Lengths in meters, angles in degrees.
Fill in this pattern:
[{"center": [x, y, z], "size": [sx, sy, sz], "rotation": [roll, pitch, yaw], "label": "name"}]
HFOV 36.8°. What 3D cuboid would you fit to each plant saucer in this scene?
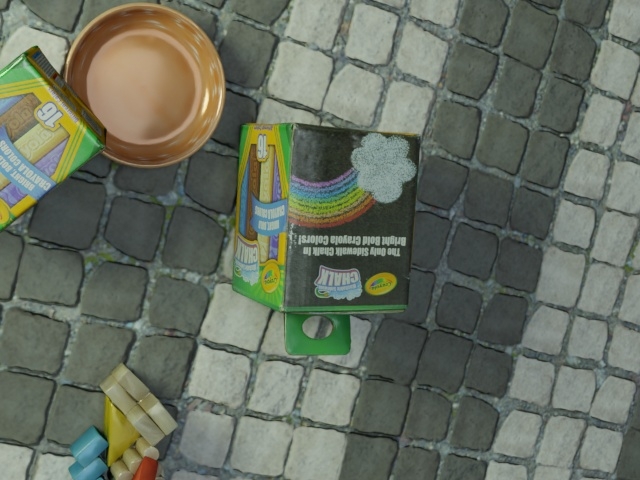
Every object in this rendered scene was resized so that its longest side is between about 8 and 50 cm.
[{"center": [-0.216, -0.189, 1.181], "size": [0.200, 0.037, 0.199], "rotation": [-3, 98, -24], "label": "plant saucer"}]

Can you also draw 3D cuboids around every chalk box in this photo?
[{"center": [0.000, 0.000, 1.222], "size": [0.180, 0.179, 0.288], "rotation": [2, 96, -25], "label": "chalk box"}, {"center": [-0.360, -0.097, 1.063], "size": [0.213, 0.132, 0.132], "rotation": [-37, 110, 0], "label": "chalk box"}]

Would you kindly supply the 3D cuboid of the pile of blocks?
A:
[{"center": [-0.248, 0.342, 1.187], "size": [0.149, 0.113, 0.362], "rotation": [-4, 97, -23], "label": "pile of blocks"}]
